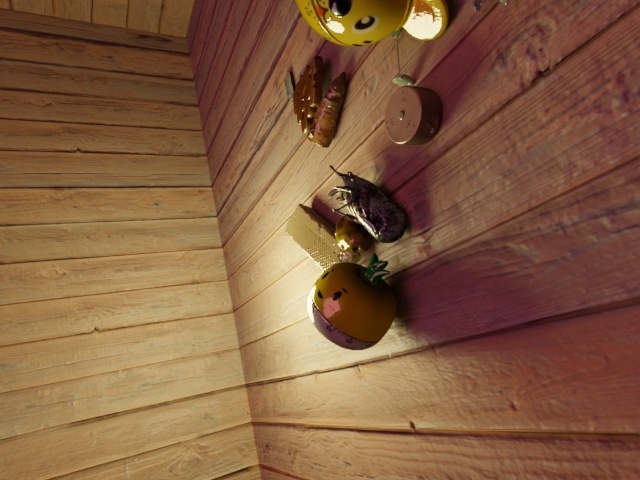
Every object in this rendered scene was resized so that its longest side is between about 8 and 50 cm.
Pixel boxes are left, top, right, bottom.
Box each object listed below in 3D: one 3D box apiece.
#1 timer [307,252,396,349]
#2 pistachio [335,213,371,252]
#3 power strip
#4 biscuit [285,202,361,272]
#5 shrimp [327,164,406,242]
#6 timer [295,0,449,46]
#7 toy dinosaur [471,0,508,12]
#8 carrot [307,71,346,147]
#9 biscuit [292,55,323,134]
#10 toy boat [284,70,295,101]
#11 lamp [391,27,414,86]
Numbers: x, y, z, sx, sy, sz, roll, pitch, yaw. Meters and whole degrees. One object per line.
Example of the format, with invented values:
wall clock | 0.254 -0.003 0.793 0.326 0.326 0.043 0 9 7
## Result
timer | 0.118 0.156 1.266 0.285 0.285 0.285 14 106 60
pistachio | 0.109 -0.014 1.379 0.100 0.110 0.189 -60 22 16
power strip | 0.243 -0.329 1.135 0.154 0.078 0.154 10 102 60
biscuit | 0.000 0.000 1.582 0.144 0.079 0.426 -60 38 13
shrimp | 0.109 -0.124 1.304 0.372 0.172 0.137 38 102 35
timer | 0.117 -0.664 1.059 0.387 0.376 0.376 25 116 42
toy dinosaur | 0.368 -0.579 0.904 0.242 0.053 0.167 63 143 35
carrot | 0.035 -0.458 1.495 0.102 0.102 0.263 57 135 41
biscuit | -0.049 -0.557 1.638 0.301 0.043 0.278 -129 47 -61
toy boat | -0.128 -0.653 1.821 0.063 0.016 0.115 -33 64 58
lamp | 0.228 -0.522 1.196 0.050 0.056 0.198 -23 63 61
